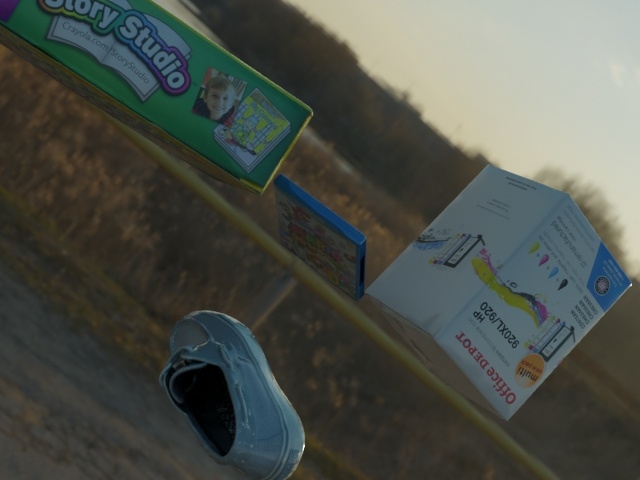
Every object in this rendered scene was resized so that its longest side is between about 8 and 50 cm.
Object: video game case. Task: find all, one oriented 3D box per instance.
[{"bbox_3d":[0.000,0.000,1.338,0.119,0.015,0.166,37,-18,16],"label":"video game case"}]

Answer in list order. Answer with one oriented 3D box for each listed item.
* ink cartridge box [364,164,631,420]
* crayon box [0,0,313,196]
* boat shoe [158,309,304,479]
[{"bbox_3d":[0.213,0.060,1.456,0.171,0.233,0.168,49,-9,-30],"label":"ink cartridge box"},{"bbox_3d":[-0.208,-0.187,1.205,0.363,0.106,0.313,33,-1,-13],"label":"crayon box"},{"bbox_3d":[-0.093,0.122,1.046,0.081,0.079,0.227,22,15,-36],"label":"boat shoe"}]
